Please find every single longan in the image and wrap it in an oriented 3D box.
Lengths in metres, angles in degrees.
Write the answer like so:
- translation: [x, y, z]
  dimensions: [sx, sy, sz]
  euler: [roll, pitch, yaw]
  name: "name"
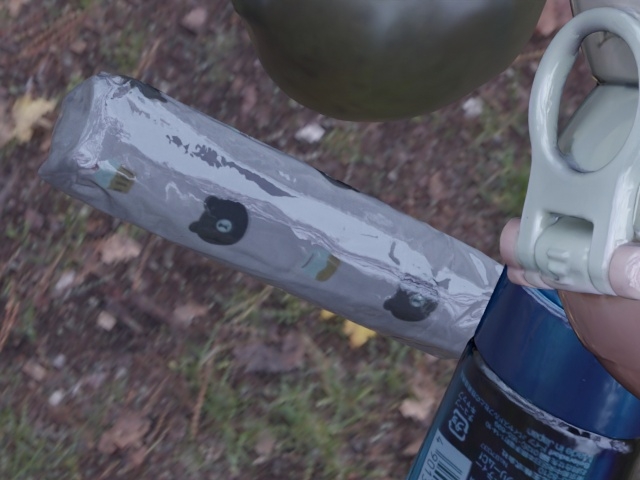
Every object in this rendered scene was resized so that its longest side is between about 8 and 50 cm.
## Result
- translation: [0.047, -0.295, 1.689]
  dimensions: [0.361, 0.361, 0.361]
  euler: [8, 66, -19]
  name: "longan"

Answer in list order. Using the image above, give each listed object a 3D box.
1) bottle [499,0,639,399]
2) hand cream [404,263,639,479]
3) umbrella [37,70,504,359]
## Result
- translation: [0.128, -0.059, 0.465]
  dimensions: [0.147, 0.147, 0.237]
  euler: [8, 95, -19]
  name: "bottle"
- translation: [0.077, 0.138, 0.790]
  dimensions: [0.120, 0.271, 0.061]
  euler: [34, 30, 28]
  name: "hand cream"
- translation: [0.000, 0.000, 0.992]
  dimensions: [0.337, 0.067, 0.073]
  euler: [25, 82, -25]
  name: "umbrella"
